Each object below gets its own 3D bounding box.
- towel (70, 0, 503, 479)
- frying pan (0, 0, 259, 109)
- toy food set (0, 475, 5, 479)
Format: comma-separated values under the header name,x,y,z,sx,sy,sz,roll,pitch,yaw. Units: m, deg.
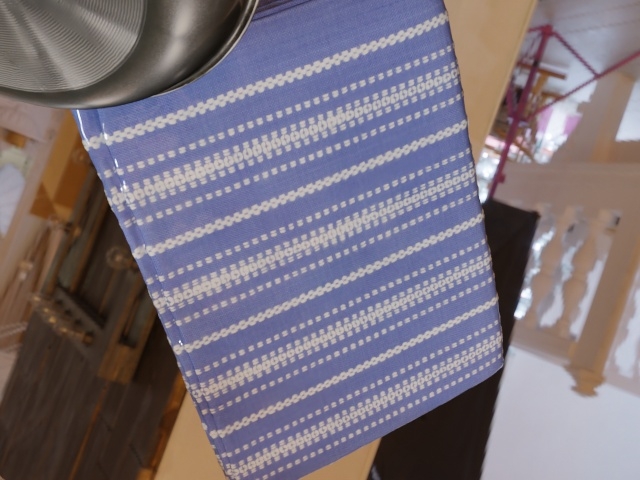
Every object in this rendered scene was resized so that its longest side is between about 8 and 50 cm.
name,x,y,z,sx,sy,sz,roll,pitch,yaw
towel,0.000,0.000,0.547,0.243,0.335,0.040,-23,-152,-16
frying pan,-0.056,-0.119,0.277,0.326,0.053,0.197,1,140,19
toy food set,-0.194,0.290,0.433,0.093,0.306,0.219,3,155,-9
